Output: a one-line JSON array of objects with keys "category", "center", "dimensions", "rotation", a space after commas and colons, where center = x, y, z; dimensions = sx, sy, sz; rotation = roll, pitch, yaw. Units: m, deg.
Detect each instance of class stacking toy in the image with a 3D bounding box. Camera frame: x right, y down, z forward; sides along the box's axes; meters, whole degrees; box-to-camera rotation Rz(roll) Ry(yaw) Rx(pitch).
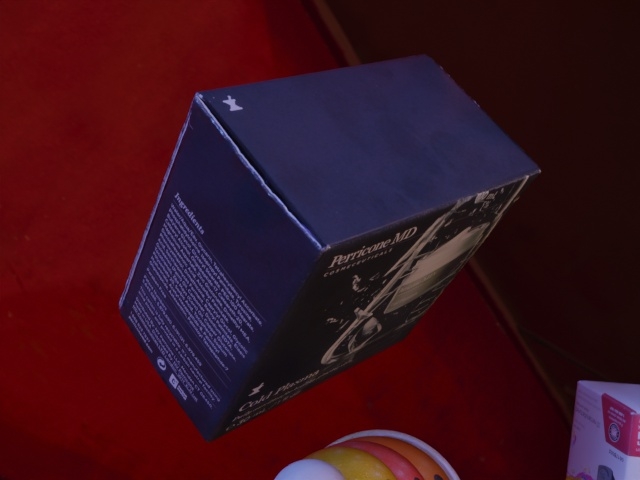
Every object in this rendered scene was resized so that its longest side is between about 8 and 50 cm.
[{"category": "stacking toy", "center": [0.040, 0.445, 1.245], "dimensions": [0.350, 0.350, 0.480], "rotation": [-52, 152, -7]}]

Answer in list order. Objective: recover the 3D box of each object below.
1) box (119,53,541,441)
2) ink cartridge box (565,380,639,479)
[{"category": "box", "center": [0.000, 0.000, 1.237], "dimensions": [0.480, 0.297, 0.472], "rotation": [-20, 151, -40]}, {"category": "ink cartridge box", "center": [0.517, 0.412, 1.331], "dimensions": [0.131, 0.226, 0.306], "rotation": [7, 92, -6]}]
